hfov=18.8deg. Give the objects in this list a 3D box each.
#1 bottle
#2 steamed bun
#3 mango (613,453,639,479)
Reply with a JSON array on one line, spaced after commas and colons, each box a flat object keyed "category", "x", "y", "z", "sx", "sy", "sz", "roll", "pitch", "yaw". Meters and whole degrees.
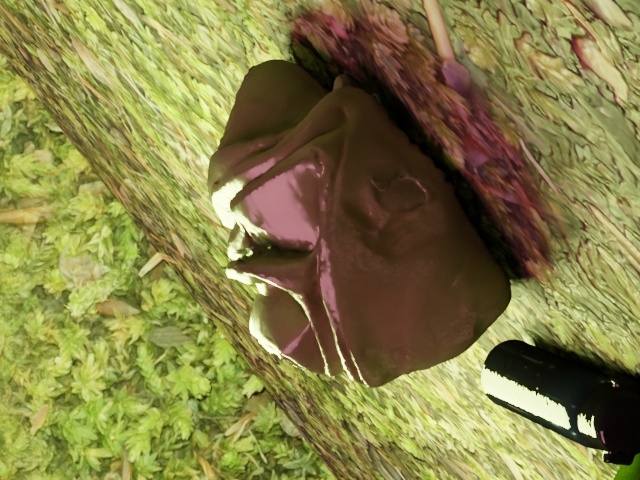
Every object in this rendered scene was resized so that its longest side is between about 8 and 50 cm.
[{"category": "bottle", "x": 0.241, "y": 0.151, "z": 1.873, "sx": 0.072, "sy": 0.082, "sz": 0.244, "roll": 13, "pitch": -175, "yaw": -24}, {"category": "steamed bun", "x": 0.005, "y": 0.002, "z": 1.890, "sx": 0.324, "sy": 0.219, "sz": 0.310, "roll": 56, "pitch": 166, "yaw": -26}, {"category": "mango", "x": 0.316, "y": 0.305, "z": 1.724, "sx": 0.343, "sy": 0.156, "sz": 0.192, "roll": -91, "pitch": -17, "yaw": -56}]
